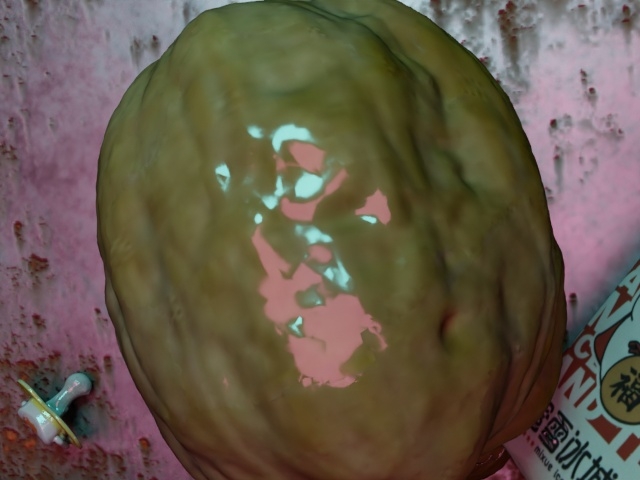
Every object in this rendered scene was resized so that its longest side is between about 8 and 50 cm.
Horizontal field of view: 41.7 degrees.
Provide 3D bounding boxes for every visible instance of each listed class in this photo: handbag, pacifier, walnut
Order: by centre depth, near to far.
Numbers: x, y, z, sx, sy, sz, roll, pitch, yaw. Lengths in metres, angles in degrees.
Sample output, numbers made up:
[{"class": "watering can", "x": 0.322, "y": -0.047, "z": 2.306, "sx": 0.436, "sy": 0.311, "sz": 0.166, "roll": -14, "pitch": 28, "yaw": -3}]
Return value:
[{"class": "walnut", "x": 0.002, "y": -0.002, "z": 0.553, "sx": 0.306, "sy": 0.306, "sz": 0.344, "roll": -30, "pitch": 80, "yaw": 11}, {"class": "handbag", "x": 0.284, "y": 0.097, "z": 0.562, "sx": 0.151, "sy": 0.171, "sz": 0.298, "roll": 33, "pitch": 101, "yaw": -23}, {"class": "pacifier", "x": -0.227, "y": 0.145, "z": 0.740, "sx": 0.083, "sy": 0.068, "sz": 0.064, "roll": 38, "pitch": 67, "yaw": 20}]

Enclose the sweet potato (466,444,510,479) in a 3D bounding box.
[{"class": "sweet potato", "x": 0.048, "y": 0.154, "z": 0.683, "sx": 0.232, "sy": 0.062, "sz": 0.081, "roll": 4, "pitch": 77, "yaw": 13}]
